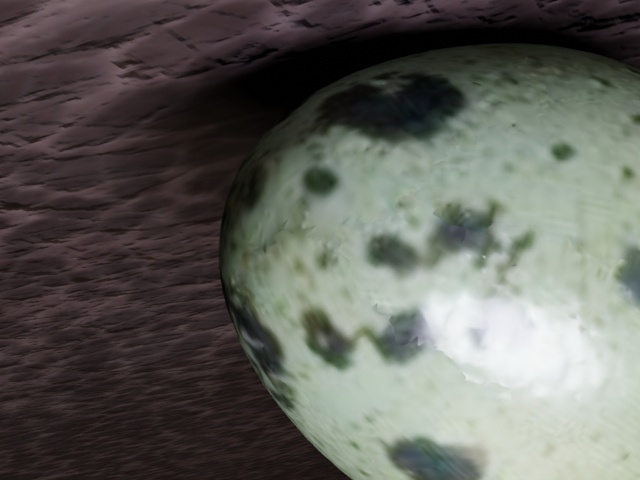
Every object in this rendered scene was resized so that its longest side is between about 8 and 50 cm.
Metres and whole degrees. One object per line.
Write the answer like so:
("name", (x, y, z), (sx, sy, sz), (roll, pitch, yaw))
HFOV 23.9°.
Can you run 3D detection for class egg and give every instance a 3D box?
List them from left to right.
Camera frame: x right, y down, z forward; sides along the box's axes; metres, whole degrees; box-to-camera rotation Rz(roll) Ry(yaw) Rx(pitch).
("egg", (0.063, 0.016, 0.527), (0.228, 0.177, 0.177), (18, 150, -37))
